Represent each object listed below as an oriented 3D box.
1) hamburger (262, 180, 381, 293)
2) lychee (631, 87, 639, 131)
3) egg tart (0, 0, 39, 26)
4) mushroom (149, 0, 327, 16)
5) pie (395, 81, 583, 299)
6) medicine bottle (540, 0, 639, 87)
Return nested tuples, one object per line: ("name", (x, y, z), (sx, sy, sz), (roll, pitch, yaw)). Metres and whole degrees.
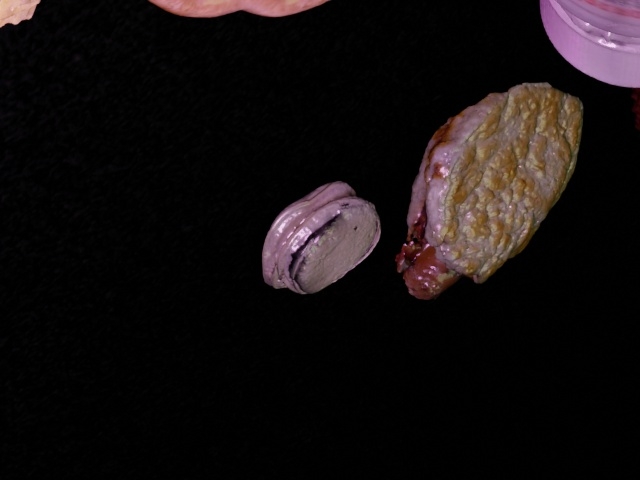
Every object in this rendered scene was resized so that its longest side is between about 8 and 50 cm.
("hamburger", (0.000, 0.000, 1.764), (0.140, 0.062, 0.133), (-36, 150, -26))
("lychee", (0.526, -0.187, 2.054), (0.304, 0.275, 0.276), (-54, 156, -27))
("egg tart", (-0.275, -0.271, 0.959), (0.351, 0.153, 0.340), (-24, 142, -38))
("mushroom", (-0.027, -0.271, 1.301), (0.278, 0.146, 0.278), (-23, 158, -10))
("pie", (0.208, -0.069, 1.930), (0.274, 0.105, 0.257), (-22, 133, -40))
("medicine bottle", (0.328, -0.319, 1.635), (0.256, 0.256, 0.325), (-42, 161, -13))
